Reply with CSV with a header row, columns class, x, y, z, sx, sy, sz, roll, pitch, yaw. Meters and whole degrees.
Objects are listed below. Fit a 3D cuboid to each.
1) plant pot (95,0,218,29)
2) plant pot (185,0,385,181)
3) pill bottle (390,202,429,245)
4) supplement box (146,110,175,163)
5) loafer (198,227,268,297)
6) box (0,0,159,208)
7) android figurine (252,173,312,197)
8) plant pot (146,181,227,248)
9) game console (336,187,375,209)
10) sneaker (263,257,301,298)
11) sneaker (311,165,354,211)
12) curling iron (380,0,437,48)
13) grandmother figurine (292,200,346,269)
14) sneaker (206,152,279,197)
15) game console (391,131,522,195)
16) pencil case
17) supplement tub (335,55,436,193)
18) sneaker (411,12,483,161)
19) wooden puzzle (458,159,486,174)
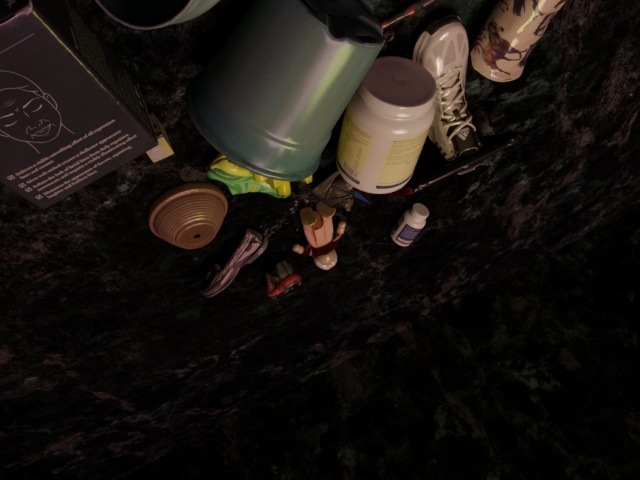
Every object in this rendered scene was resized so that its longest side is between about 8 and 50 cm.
class,x,y,z,sx,sy,sz,roll,pitch,yaw
plant pot,-0.238,-0.507,1.002,0.293,0.293,0.196,-49,170,34
plant pot,-0.061,-0.362,1.263,0.341,0.341,0.334,1,142,-40
pill bottle,0.348,-0.064,2.328,0.094,0.094,0.169,-6,145,-32
supplement box,-0.400,-0.246,1.445,0.056,0.083,0.083,-26,152,-3
loafer,-0.312,0.067,2.021,0.302,0.109,0.095,-41,129,12
box,-0.548,-0.287,1.132,0.293,0.212,0.395,-28,151,3
android figurine,-0.089,-0.256,1.630,0.248,0.056,0.273,-36,136,-27
plant pot,-0.373,-0.053,1.751,0.237,0.110,0.237,-21,150,-13
game console,0.094,-0.135,2.019,0.124,0.085,0.144,-35,149,13
sneaker,-0.157,0.136,2.242,0.097,0.135,0.276,-29,176,-22
sneaker,0.093,-0.180,1.887,0.227,0.087,0.130,-36,107,23
curling iron,0.231,-0.567,1.495,0.274,0.035,0.068,-33,154,12
grandmother figurine,0.000,0.000,2.149,0.207,0.104,0.342,-16,148,0
sneaker,-0.202,-0.186,1.707,0.123,0.110,0.295,-21,156,31
game console,0.421,-0.241,1.956,0.386,0.060,0.342,-27,-170,-2
pencil case,0.551,-0.614,1.551,0.183,0.160,0.410,-25,155,-39
supplement tub,0.177,-0.311,1.654,0.235,0.236,0.325,-15,149,-19
sneaker,0.381,-0.390,1.668,0.169,0.258,0.448,-24,150,-4
wooden puzzle,0.477,-0.233,1.893,0.078,0.014,0.116,-35,-171,-41
